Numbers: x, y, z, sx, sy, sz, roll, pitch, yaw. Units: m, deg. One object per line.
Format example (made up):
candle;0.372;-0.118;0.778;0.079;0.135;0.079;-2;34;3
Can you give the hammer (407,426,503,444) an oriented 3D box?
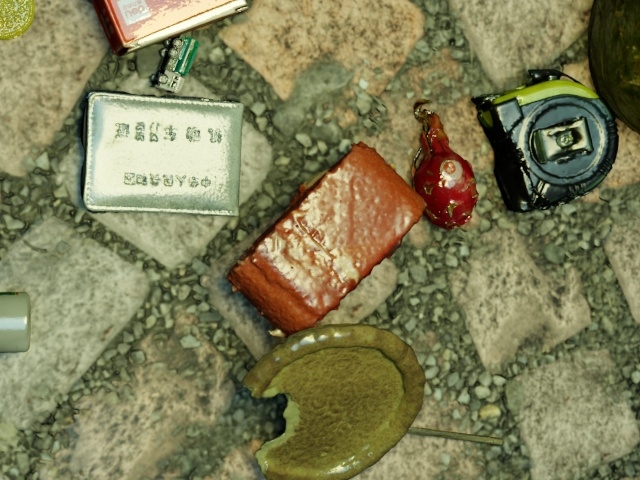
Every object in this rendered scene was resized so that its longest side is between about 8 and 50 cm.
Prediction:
hammer;0.126;0.272;2.035;0.292;0.029;0.058;10;91;-16

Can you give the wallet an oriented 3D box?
wallet;-0.214;-0.115;1.925;0.222;0.036;0.167;3;91;-15

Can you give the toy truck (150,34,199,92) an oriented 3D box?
toy truck;-0.196;-0.238;1.925;0.044;0.039;0.083;23;85;-28

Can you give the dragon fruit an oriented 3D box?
dragon fruit;0.165;-0.107;1.998;0.094;0.094;0.190;-16;91;-13

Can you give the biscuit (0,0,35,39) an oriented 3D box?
biscuit;-0.418;-0.305;1.873;0.084;0.023;0.084;0;91;-13

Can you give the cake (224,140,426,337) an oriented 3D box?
cake;0.000;0.000;1.915;0.151;0.177;0.283;45;76;-11

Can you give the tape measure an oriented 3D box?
tape measure;0.329;-0.147;2.022;0.186;0.112;0.199;-20;100;-10

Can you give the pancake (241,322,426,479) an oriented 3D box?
pancake;0.011;0.226;1.915;0.286;0.033;0.288;21;117;-36

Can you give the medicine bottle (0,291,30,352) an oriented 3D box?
medicine bottle;-0.444;0.107;1.853;0.130;0.080;0.080;1;92;-14

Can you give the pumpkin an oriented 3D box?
pumpkin;0.510;-0.289;2.005;0.256;0.225;0.303;26;86;-16

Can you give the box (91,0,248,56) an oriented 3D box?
box;-0.198;-0.315;1.872;0.182;0.133;0.099;-24;99;-14
